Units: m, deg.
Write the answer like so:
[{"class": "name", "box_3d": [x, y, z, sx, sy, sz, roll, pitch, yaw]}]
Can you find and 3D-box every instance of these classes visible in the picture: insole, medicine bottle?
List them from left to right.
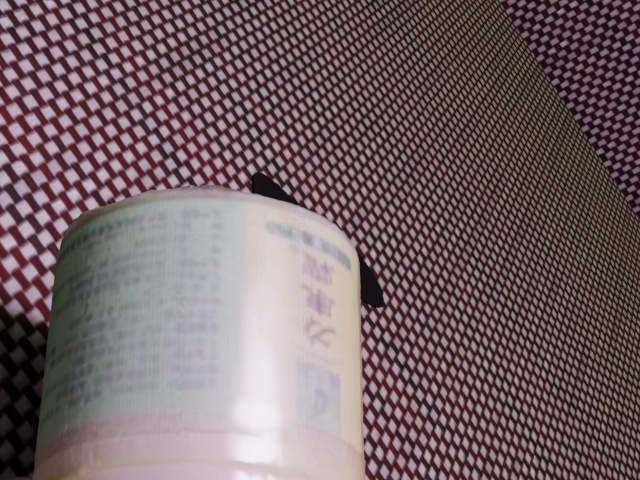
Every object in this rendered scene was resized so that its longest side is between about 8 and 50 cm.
[{"class": "medicine bottle", "box_3d": [-0.085, 0.192, 0.932, 0.236, 0.236, 0.406, 32, 48, -45]}, {"class": "insole", "box_3d": [0.000, 0.000, 1.602, 0.253, 0.005, 0.086, 42, 29, -34]}]

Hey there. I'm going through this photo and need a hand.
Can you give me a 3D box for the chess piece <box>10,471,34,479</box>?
[{"class": "chess piece", "box_3d": [-0.219, 0.187, 0.951, 0.035, 0.035, 0.092, 58, 21, -4]}]
